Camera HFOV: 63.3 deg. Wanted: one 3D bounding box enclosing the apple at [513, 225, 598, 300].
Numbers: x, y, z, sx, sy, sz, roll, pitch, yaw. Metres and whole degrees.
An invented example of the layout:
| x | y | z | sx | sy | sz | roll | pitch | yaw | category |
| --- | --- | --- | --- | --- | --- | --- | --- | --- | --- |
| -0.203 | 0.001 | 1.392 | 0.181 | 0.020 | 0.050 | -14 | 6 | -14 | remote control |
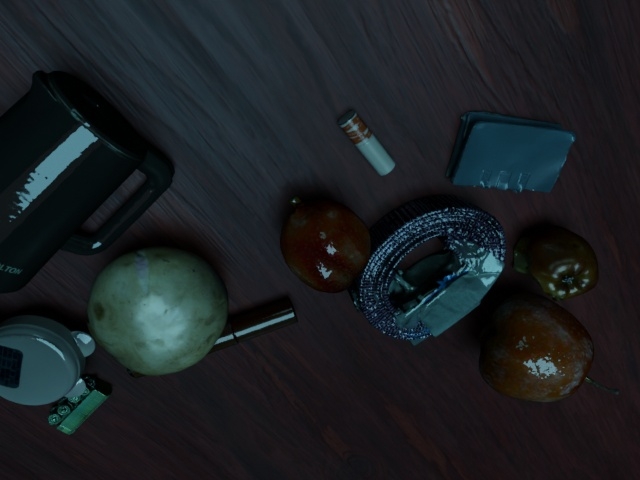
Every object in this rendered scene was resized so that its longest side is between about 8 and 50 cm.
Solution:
| x | y | z | sx | sy | sz | roll | pitch | yaw | category |
| --- | --- | --- | --- | --- | --- | --- | --- | --- | --- |
| 0.499 | 0.048 | 1.082 | 0.147 | 0.158 | 0.156 | -32 | 114 | 3 | apple |

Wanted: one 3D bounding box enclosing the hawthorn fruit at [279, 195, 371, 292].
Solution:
| x | y | z | sx | sy | sz | roll | pitch | yaw | category |
| --- | --- | --- | --- | --- | --- | --- | --- | --- | --- |
| 0.000 | 0.000 | 0.955 | 0.188 | 0.169 | 0.169 | 43 | 102 | -11 | hawthorn fruit |

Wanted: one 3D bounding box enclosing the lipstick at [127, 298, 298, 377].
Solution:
| x | y | z | sx | sy | sz | roll | pitch | yaw | category |
| --- | --- | --- | --- | --- | --- | --- | --- | --- | --- |
| -0.223 | 0.202 | 1.069 | 0.357 | 0.057 | 0.057 | -20 | 119 | -1 | lipstick |

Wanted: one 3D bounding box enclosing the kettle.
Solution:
| x | y | z | sx | sy | sz | roll | pitch | yaw | category |
| --- | --- | --- | --- | --- | --- | --- | --- | --- | --- |
| -0.419 | -0.072 | 0.812 | 0.308 | 0.203 | 0.262 | -41 | 115 | 7 | kettle |

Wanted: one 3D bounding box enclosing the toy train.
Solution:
| x | y | z | sx | sy | sz | roll | pitch | yaw | category |
| --- | --- | --- | --- | --- | --- | --- | --- | --- | --- |
| -0.508 | 0.344 | 1.093 | 0.148 | 0.038 | 0.071 | -44 | 119 | 11 | toy train |

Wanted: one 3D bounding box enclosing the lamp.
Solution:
| x | y | z | sx | sy | sz | roll | pitch | yaw | category |
| --- | --- | --- | --- | --- | --- | --- | --- | --- | --- |
| -0.561 | 0.214 | 0.976 | 0.246 | 0.108 | 0.179 | 15 | 108 | -16 | lamp |

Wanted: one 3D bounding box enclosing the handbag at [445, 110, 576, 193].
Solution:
| x | y | z | sx | sy | sz | roll | pitch | yaw | category |
| --- | --- | --- | --- | --- | --- | --- | --- | --- | --- |
| 0.366 | -0.165 | 1.007 | 0.221 | 0.057 | 0.144 | 4 | 120 | -14 | handbag |

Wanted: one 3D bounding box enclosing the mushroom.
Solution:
| x | y | z | sx | sy | sz | roll | pitch | yaw | category |
| --- | --- | --- | --- | --- | --- | --- | --- | --- | --- |
| -0.297 | 0.124 | 0.942 | 0.255 | 0.184 | 0.254 | -3 | 118 | -6 | mushroom |

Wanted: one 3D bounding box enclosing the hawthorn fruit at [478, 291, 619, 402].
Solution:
| x | y | z | sx | sy | sz | roll | pitch | yaw | category |
| --- | --- | --- | --- | --- | --- | --- | --- | --- | --- |
| 0.459 | 0.226 | 1.103 | 0.235 | 0.263 | 0.231 | 1 | 84 | -53 | hawthorn fruit |

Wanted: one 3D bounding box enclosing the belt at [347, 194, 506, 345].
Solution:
| x | y | z | sx | sy | sz | roll | pitch | yaw | category |
| --- | --- | --- | --- | --- | --- | --- | --- | --- | --- |
| 0.214 | 0.053 | 1.050 | 0.325 | 0.122 | 0.260 | -38 | 111 | 5 | belt |

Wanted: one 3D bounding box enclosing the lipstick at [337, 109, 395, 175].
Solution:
| x | y | z | sx | sy | sz | roll | pitch | yaw | category |
| --- | --- | --- | --- | --- | --- | --- | --- | --- | --- |
| 0.086 | -0.177 | 0.950 | 0.038 | 0.038 | 0.130 | -39 | 118 | 9 | lipstick |
